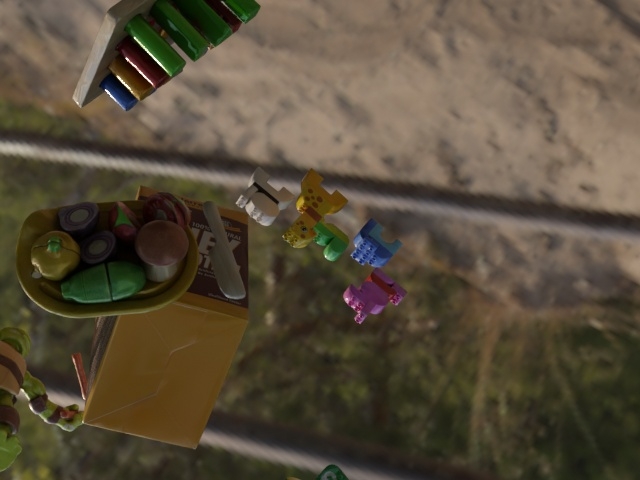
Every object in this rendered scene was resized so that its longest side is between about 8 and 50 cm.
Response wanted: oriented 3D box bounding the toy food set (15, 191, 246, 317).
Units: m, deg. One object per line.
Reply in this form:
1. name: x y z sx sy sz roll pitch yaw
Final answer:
1. toy food set: -0.186 0.000 1.520 0.218 0.128 0.071 -6 150 -11

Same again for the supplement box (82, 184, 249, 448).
1. supplement box: -0.166 0.082 1.713 0.129 0.194 0.191 15 123 -13

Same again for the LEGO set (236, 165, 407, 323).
1. LEGO set: 0.000 0.000 1.774 0.227 0.093 0.087 40 139 3

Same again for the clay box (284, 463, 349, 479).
1. clay box: -0.037 0.318 1.434 0.127 0.222 0.053 48 -166 32

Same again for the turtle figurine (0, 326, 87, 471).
1. turtle figurine: -0.371 0.146 1.749 0.087 0.217 0.269 -29 111 19

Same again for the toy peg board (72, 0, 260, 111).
1. toy peg board: -0.144 -0.191 1.535 0.079 0.161 0.160 46 146 6
